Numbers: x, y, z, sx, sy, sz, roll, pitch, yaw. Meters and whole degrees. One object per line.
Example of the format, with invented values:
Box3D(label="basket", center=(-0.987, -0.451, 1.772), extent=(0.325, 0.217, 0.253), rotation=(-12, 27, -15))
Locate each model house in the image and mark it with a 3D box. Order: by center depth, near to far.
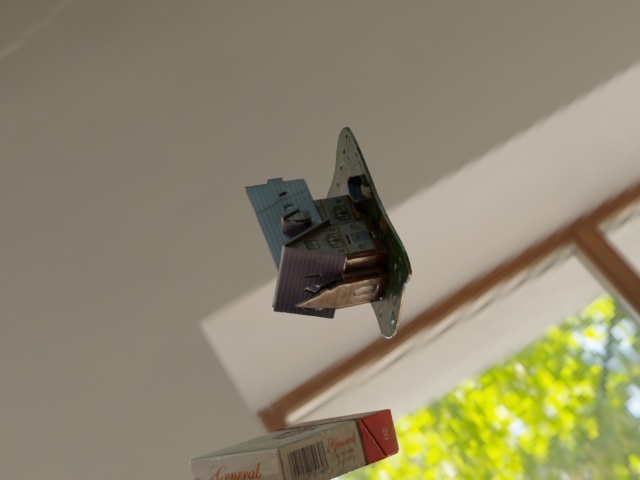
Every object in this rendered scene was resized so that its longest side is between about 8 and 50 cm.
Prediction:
Box3D(label="model house", center=(0.000, 0.000, 1.419), extent=(0.088, 0.167, 0.117), rotation=(-10, -35, -17))

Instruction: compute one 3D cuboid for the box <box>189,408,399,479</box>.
Box3D(label="box", center=(-0.020, 0.179, 1.432), extent=(0.152, 0.100, 0.048), rotation=(-15, -86, -51))
